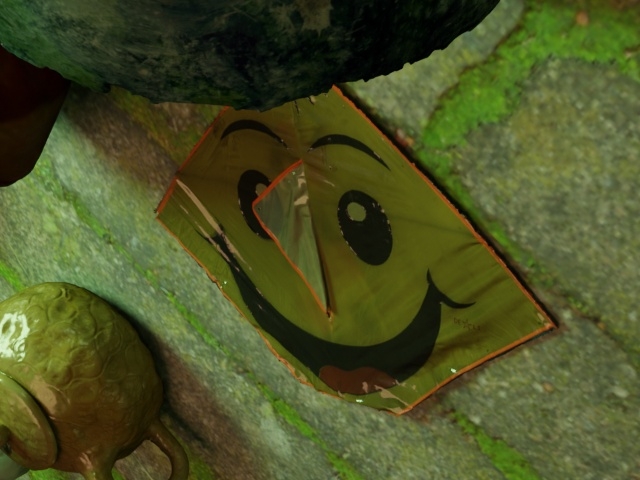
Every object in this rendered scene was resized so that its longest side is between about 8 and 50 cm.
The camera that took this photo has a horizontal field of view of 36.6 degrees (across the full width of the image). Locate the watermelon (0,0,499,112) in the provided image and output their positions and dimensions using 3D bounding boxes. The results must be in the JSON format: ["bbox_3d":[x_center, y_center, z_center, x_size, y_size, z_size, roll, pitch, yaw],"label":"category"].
[{"bbox_3d":[-0.027,-0.158,0.497,0.226,0.318,0.148,-117,11,-58],"label":"watermelon"}]

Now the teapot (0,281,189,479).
[{"bbox_3d":[-0.268,0.164,0.976,0.311,0.167,0.203,43,138,7],"label":"teapot"}]

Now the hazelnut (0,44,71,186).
[{"bbox_3d":[-0.293,-0.143,0.765,0.181,0.181,0.212,24,156,-20],"label":"hazelnut"}]

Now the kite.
[{"bbox_3d":[0.001,-0.001,0.740,0.377,0.013,0.327,12,125,36],"label":"kite"}]

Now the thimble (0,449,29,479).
[{"bbox_3d":[-0.414,0.210,1.135,0.149,0.185,0.211,62,171,-11],"label":"thimble"}]
